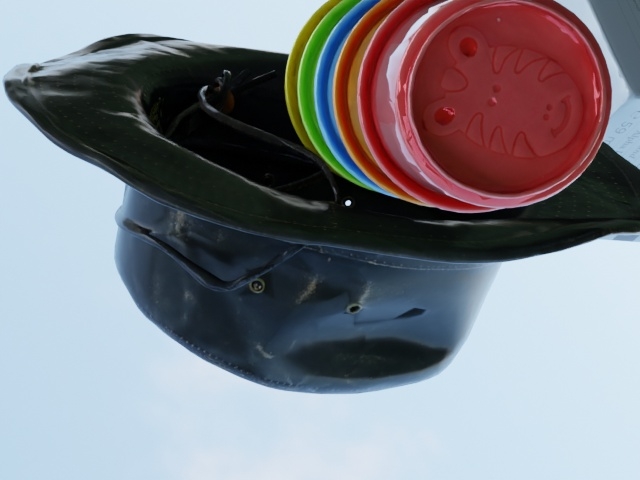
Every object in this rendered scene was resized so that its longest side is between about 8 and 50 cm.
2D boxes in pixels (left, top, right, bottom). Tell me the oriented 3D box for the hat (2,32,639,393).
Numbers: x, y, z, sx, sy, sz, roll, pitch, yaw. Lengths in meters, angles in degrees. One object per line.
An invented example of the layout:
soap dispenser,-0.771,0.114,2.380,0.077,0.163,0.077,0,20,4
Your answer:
hat,0.000,0.000,0.898,0.331,0.134,0.331,11,-163,-3

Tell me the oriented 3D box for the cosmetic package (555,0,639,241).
cosmetic package,0.210,-0.102,1.241,0.183,0.151,0.151,4,-127,-33

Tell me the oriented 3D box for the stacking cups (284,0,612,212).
stacking cups,0.049,-0.053,0.667,0.096,0.096,0.316,42,180,-9
